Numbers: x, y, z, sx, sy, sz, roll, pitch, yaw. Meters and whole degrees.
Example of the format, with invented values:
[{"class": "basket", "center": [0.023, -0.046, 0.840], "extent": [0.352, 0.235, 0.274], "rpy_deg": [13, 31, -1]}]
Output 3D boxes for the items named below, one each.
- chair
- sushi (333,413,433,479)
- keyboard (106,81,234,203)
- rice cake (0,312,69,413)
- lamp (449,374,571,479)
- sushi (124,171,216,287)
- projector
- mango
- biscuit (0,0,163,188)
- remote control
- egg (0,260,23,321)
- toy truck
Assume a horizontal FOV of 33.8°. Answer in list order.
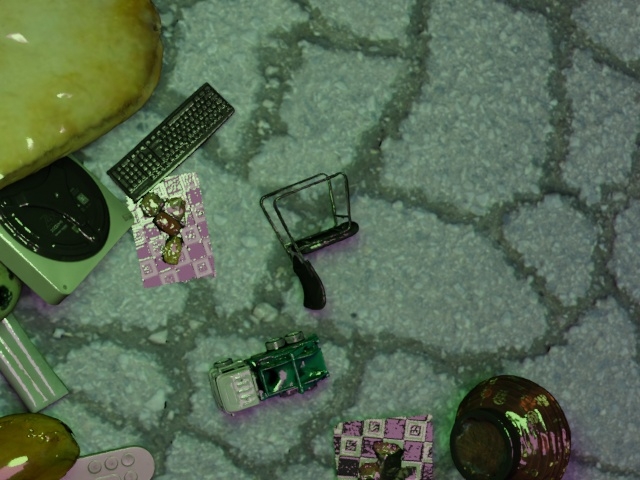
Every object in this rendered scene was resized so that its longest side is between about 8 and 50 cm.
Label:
[{"class": "chair", "center": [0.000, 0.000, 1.923], "extent": [0.145, 0.140, 0.221], "rpy_deg": [-22, 97, -12]}, {"class": "sushi", "center": [0.120, 0.436, 2.007], "extent": [0.193, 0.040, 0.210], "rpy_deg": [-3, 94, -7]}, {"class": "keyboard", "center": [-0.267, -0.177, 1.906], "extent": [0.250, 0.017, 0.087], "rpy_deg": [-43, 82, -10]}, {"class": "rice cake", "center": [-0.535, 0.201, 1.843], "extent": [0.080, 0.042, 0.221], "rpy_deg": [-37, 99, -16]}, {"class": "lamp", "center": [0.362, 0.372, 1.976], "extent": [0.247, 0.247, 0.247], "rpy_deg": [0, 91, -14]}, {"class": "sushi", "center": [-0.270, -0.016, 1.910], "extent": [0.139, 0.031, 0.201], "rpy_deg": [-12, 93, -13]}, {"class": "projector", "center": [-0.462, -0.056, 1.764], "extent": [0.259, 0.257, 0.079], "rpy_deg": [45, 126, -11]}, {"class": "mango", "center": [-0.535, 0.387, 1.794], "extent": [0.249, 0.151, 0.156], "rpy_deg": [-19, 108, -12]}, {"class": "biscuit", "center": [-0.487, -0.346, 1.766], "extent": [0.446, 0.104, 0.429], "rpy_deg": [-35, 83, -29]}, {"class": "remote control", "center": [-0.419, 0.423, 1.884], "extent": [0.245, 0.022, 0.077], "rpy_deg": [-10, 92, -14]}, {"class": "egg", "center": [-0.601, 0.054, 1.751], "extent": [0.228, 0.177, 0.177], "rpy_deg": [28, 83, 27]}, {"class": "toy truck", "center": [-0.088, 0.244, 1.913], "extent": [0.216, 0.116, 0.110], "rpy_deg": [-16, 95, -13]}]
